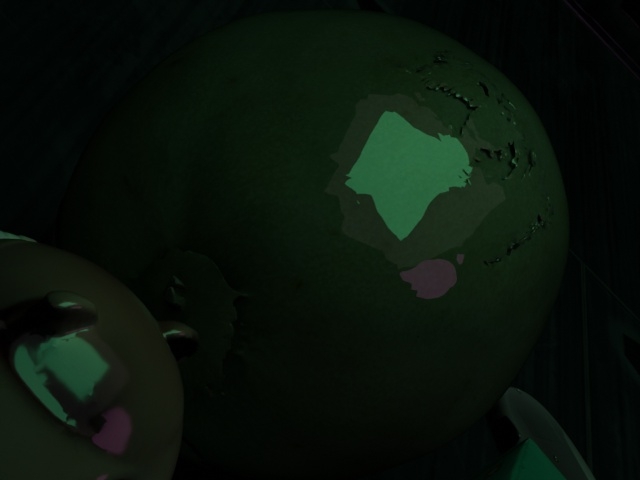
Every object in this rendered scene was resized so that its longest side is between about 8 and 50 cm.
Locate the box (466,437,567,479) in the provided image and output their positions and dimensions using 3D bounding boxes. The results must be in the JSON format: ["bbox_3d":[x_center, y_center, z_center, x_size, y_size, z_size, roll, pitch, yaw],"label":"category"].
[{"bbox_3d":[0.118,0.265,0.864,0.205,0.118,0.311,47,22,0],"label":"box"}]

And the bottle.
[{"bbox_3d":[-0.140,0.090,0.513,0.147,0.236,0.147,40,24,-22],"label":"bottle"}]

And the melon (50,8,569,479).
[{"bbox_3d":[0.000,0.000,0.881,0.268,0.268,0.330,54,30,12],"label":"melon"}]

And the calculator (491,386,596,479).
[{"bbox_3d":[0.186,0.184,1.241,0.103,0.024,0.166,21,35,-50],"label":"calculator"}]
